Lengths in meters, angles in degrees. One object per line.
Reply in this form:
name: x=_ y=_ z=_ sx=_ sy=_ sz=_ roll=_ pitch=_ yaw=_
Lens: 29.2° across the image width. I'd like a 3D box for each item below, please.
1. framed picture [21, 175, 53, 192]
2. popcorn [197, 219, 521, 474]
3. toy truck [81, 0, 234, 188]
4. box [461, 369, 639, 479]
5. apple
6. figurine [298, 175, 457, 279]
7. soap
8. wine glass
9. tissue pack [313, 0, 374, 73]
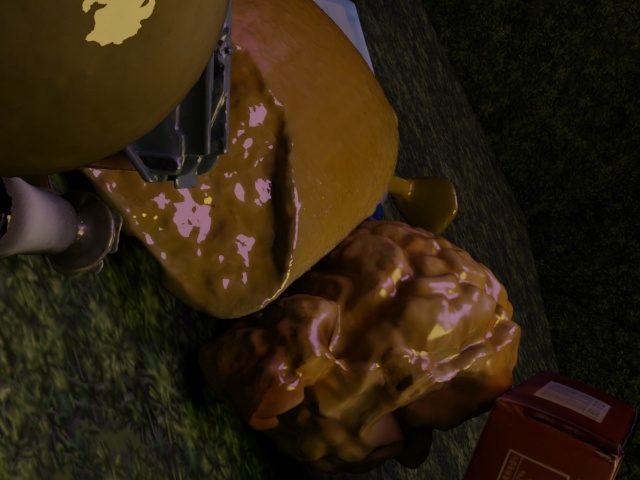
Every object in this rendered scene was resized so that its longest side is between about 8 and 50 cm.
framed picture: x=-0.237 y=-0.070 z=0.941 sx=0.066 sy=0.006 sz=0.089 roll=71 pitch=16 yaw=8
popcorn: x=0.030 y=0.111 z=1.189 sx=0.332 sy=0.265 sz=0.225 roll=-10 pitch=57 yaw=-37
toy truck: x=-0.146 y=-0.212 z=0.900 sx=0.133 sy=0.184 sz=0.338 roll=-1 pitch=98 yaw=-75
box: x=0.181 y=0.335 z=1.209 sx=0.385 sy=0.122 sz=0.344 roll=-68 pitch=163 yaw=5
apple: x=-0.206 y=-0.151 z=0.704 sx=0.257 sy=0.295 sz=0.234 roll=-26 pitch=134 yaw=-56
figurine: x=0.000 y=0.000 z=1.439 sx=0.338 sy=0.204 sz=0.284 roll=17 pitch=63 yaw=-52
soap: x=-0.063 y=-0.126 z=1.153 sx=0.306 sy=0.115 sz=0.427 roll=43 pitch=36 yaw=-4
wine glass: x=-0.205 y=-0.013 z=0.862 sx=0.155 sy=0.072 sz=0.072 roll=18 pitch=53 yaw=-71
tissue pack: x=-0.064 y=-0.206 z=1.359 sx=0.263 sy=0.089 sz=0.177 roll=2 pitch=64 yaw=-40
